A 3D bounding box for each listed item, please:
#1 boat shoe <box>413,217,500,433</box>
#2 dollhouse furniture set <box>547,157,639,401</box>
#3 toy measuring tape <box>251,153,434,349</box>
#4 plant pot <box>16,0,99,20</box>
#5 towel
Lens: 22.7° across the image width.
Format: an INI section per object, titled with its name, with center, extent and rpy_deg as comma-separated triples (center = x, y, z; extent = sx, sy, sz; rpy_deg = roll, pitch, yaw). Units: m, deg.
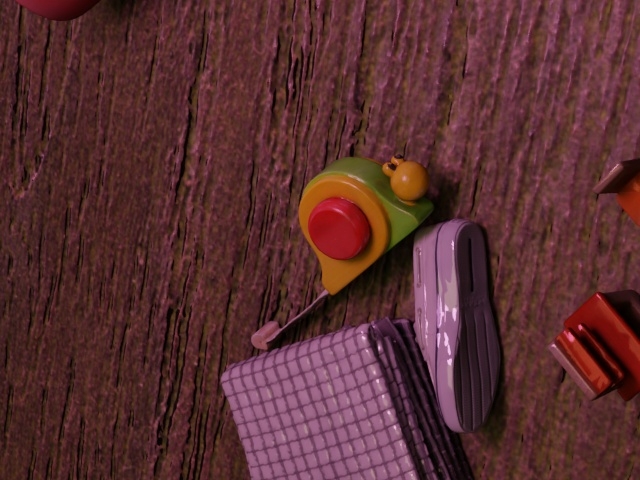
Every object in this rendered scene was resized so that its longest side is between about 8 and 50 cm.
[boat shoe]
center = 0.139, 0.091, 1.700
extent = 0.075, 0.083, 0.226
rpy_deg = -4, 83, 46
[dollhouse furniture set]
center = 0.350, 0.039, 1.505
extent = 0.259, 0.135, 0.262
rpy_deg = -48, 71, 29
[toy measuring tape]
center = 0.000, 0.000, 1.756
extent = 0.330, 0.121, 0.121
rpy_deg = -41, 74, 40
[plant pot]
center = -0.256, -0.417, 1.790
extent = 0.243, 0.275, 0.275
rpy_deg = -27, 81, 23
[towel]
center = 0.035, 0.238, 1.760
extent = 0.235, 0.121, 0.284
rpy_deg = -23, 85, 36
